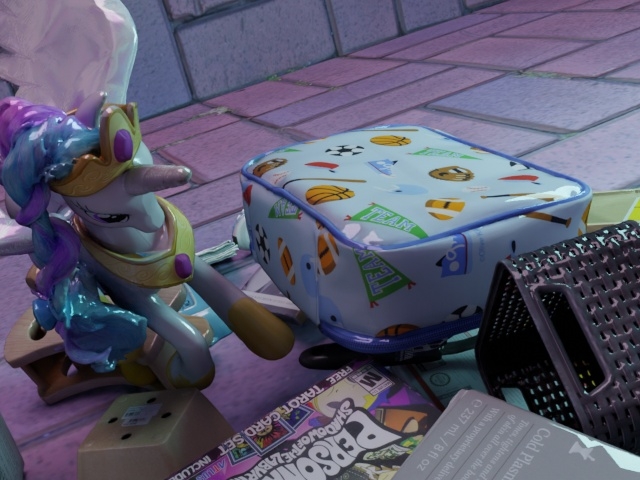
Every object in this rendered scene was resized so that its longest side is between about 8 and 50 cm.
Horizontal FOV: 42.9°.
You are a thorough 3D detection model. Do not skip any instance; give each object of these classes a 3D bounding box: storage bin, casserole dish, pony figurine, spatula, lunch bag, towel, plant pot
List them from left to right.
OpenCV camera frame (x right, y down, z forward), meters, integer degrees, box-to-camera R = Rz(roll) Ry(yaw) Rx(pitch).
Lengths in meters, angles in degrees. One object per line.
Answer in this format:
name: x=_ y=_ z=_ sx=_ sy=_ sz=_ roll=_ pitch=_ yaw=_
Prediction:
pony figurine: x=-0.196 y=-0.033 z=0.630 sx=0.351 sy=0.363 sz=0.303 roll=27 pitch=68 yaw=23
plant pot: x=-0.124 y=0.175 z=0.623 sx=0.109 sy=0.096 sz=0.109 roll=-9 pitch=22 yaw=17
casserole dish: x=-0.169 y=0.084 z=0.984 sx=0.114 sy=0.037 sz=0.188 roll=-21 pitch=22 yaw=-12
towel: x=-0.172 y=0.025 z=1.104 sx=0.113 sy=0.023 sz=0.152 roll=-18 pitch=4 yaw=-11
lunch bag: x=0.077 y=-0.016 z=0.700 sx=0.243 sy=0.115 sz=0.303 roll=-13 pitch=25 yaw=-21
spatula: x=0.125 y=0.084 z=0.701 sx=0.296 sy=0.030 sz=0.084 roll=-11 pitch=23 yaw=11
storage bin: x=0.163 y=0.084 z=0.506 sx=0.084 sy=0.180 sz=0.122 roll=-18 pitch=63 yaw=-3

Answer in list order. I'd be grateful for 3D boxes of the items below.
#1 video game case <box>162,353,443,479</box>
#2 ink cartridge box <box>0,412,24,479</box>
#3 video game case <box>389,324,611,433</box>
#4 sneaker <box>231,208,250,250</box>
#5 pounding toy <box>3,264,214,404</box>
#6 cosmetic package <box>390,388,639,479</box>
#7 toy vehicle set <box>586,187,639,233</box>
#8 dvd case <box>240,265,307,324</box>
video game case: x=0.004 y=0.186 z=0.503 sx=0.232 sy=0.042 sz=0.210 roll=-28 pitch=37 yaw=-23
ink cartridge box: x=-0.318 y=0.176 z=0.577 sx=0.129 sy=0.223 sz=0.307 roll=-20 pitch=20 yaw=-11
video game case: x=0.217 y=0.094 z=0.690 sx=0.285 sy=0.025 sz=0.204 roll=-19 pitch=20 yaw=-7
sneaker: x=-0.031 y=-0.030 z=1.142 sx=0.190 sy=0.071 sz=0.083 roll=-23 pitch=27 yaw=-18
pounding toy: x=-0.255 y=0.078 z=0.853 sx=0.269 sy=0.155 sz=0.154 roll=11 pitch=51 yaw=39
cosmetic package: x=0.139 y=0.175 z=0.355 sx=0.238 sy=0.107 sz=0.127 roll=14 pitch=39 yaw=36
toy vehicle set: x=0.359 y=-0.023 z=0.837 sx=0.266 sy=0.035 sz=0.166 roll=-3 pitch=14 yaw=30
dvd case: x=0.000 y=0.000 z=0.945 sx=0.221 sy=0.018 sz=0.164 roll=-52 pitch=24 yaw=-18
